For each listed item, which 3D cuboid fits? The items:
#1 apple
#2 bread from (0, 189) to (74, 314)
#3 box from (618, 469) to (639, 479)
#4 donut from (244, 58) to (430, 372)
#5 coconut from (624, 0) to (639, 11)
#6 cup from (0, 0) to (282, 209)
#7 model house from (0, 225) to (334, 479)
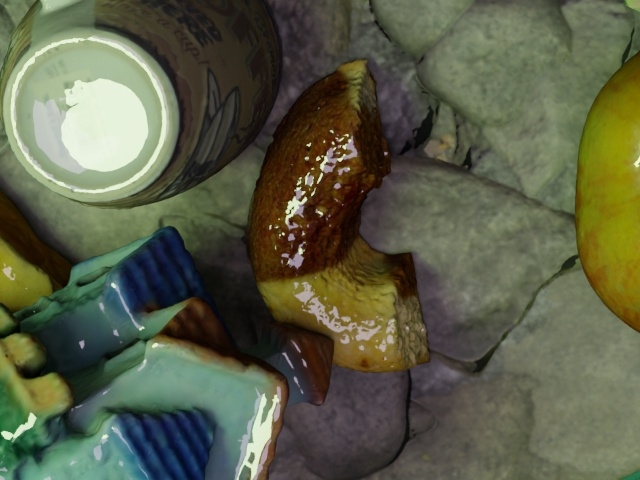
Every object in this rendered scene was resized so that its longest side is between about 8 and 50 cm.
[{"bbox_3d":[0.347,-0.037,1.289,0.302,0.301,0.301,2,107,6],"label":"apple"},{"bbox_3d":[-0.315,0.060,1.467,0.167,0.132,0.294,-41,99,11],"label":"bread"},{"bbox_3d":[0.347,0.320,1.515,0.162,0.041,0.229,-28,101,14],"label":"box"},{"bbox_3d":[0.000,0.000,1.421,0.151,0.112,0.295,-10,105,6],"label":"donut"},{"bbox_3d":[0.298,-0.224,1.337,0.081,0.082,0.083,-15,98,45],"label":"coconut"},{"bbox_3d":[-0.170,-0.167,1.317,0.227,0.257,0.301,-20,102,10],"label":"cup"},{"bbox_3d":[-0.139,0.113,1.285,0.329,0.295,0.251,-26,101,-13],"label":"model house"}]
